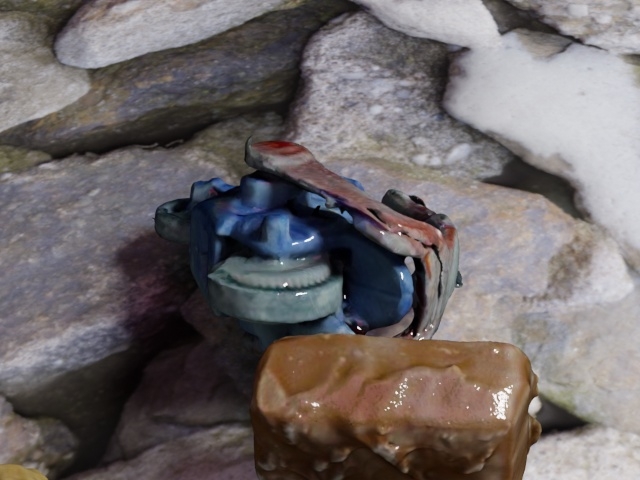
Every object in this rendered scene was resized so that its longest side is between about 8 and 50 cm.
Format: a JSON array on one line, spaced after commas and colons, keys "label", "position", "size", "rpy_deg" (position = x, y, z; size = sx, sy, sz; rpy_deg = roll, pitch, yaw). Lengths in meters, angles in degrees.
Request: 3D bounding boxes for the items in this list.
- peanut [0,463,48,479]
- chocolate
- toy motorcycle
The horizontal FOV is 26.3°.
[{"label": "peanut", "position": [-0.278, 0.256, 0.905], "size": [0.159, 0.143, 0.291], "rpy_deg": [48, 51, -5]}, {"label": "chocolate", "position": [0.058, 0.150, 1.032], "size": [0.214, 0.148, 0.093], "rpy_deg": [3, 45, 9]}, {"label": "toy motorcycle", "position": [-0.005, 0.023, 1.193], "size": [0.241, 0.182, 0.319], "rpy_deg": [24, 8, -23]}]
